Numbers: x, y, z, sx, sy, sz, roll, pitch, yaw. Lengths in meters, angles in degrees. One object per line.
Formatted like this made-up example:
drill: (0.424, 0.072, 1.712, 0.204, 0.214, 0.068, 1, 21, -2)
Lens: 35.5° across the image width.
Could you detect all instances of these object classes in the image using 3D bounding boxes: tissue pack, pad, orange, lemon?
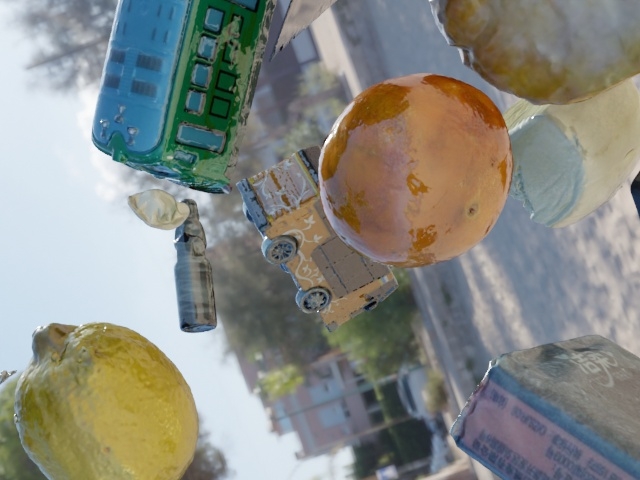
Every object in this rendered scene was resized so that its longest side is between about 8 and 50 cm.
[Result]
tissue pack: (0.286, 0.196, 0.773, 0.315, 0.103, 0.228, 33, -162, 30)
pad: (0.026, -0.399, 1.345, 0.248, 0.007, 0.367, -66, -4, 32)
orange: (0.135, -0.092, 1.392, 0.226, 0.284, 0.284, 42, 161, 45)
lemon: (-0.309, 0.249, 1.445, 0.320, 0.245, 0.245, 56, -172, -20)

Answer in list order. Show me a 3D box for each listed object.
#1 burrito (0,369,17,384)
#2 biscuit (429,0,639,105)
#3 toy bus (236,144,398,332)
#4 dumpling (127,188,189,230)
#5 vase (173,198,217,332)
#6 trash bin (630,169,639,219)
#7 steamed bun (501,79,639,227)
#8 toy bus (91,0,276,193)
burrito: (-0.596, 0.285, 1.298, 0.101, 0.445, 0.139, 19, 140, 50)
biscuit: (0.371, -0.421, 1.496, 0.429, 0.446, 0.104, 51, -149, 6)
toy bus: (0.000, 0.000, 1.846, 0.323, 0.194, 0.162, 58, -178, -42)
dumpling: (-0.201, -0.035, 1.244, 0.077, 0.043, 0.059, 30, -156, -48)
vase: (-0.197, 0.035, 1.541, 0.060, 0.059, 0.211, 63, -162, -70)
trash bin: (0.624, -0.045, 1.556, 0.225, 0.115, 0.165, 18, 149, 43)
steamed bun: (0.495, -0.176, 1.921, 0.272, 0.290, 0.273, 47, 159, -9)
toy bus: (-0.203, -0.250, 1.442, 0.199, 0.183, 0.344, 6, -82, -58)
